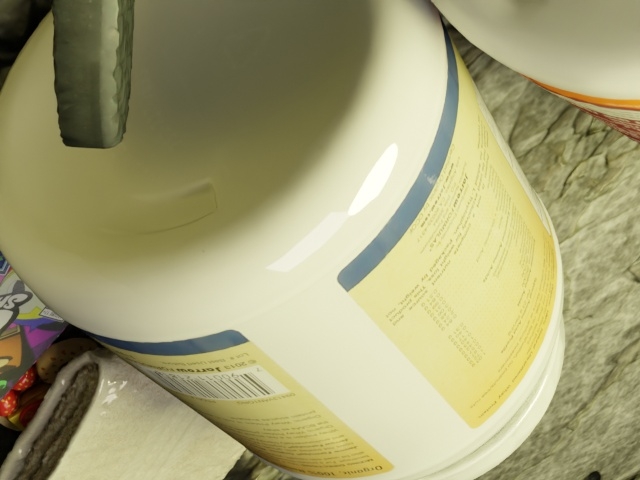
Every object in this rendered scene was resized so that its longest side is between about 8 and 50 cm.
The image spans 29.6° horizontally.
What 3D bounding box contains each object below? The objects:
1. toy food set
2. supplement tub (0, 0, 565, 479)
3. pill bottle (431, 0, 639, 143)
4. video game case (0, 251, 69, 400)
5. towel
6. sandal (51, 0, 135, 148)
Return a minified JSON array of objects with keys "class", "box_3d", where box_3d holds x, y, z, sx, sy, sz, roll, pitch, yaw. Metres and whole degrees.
[{"class":"toy food set","box_3d":[-0.172,0.097,0.788,0.083,0.020,0.082,-35,143,-4]},{"class":"supplement tub","box_3d":[0.000,0.000,0.653,0.228,0.228,0.316,-38,143,2]},{"class":"pill bottle","box_3d":[0.212,-0.151,0.623,0.224,0.224,0.392,-50,155,16]},{"class":"video game case","box_3d":[-0.260,0.047,0.647,0.210,0.042,0.232,-46,142,15]},{"class":"towel","box_3d":[-0.142,0.170,0.847,0.187,0.049,0.282,-1,133,-49]},{"class":"sandal","box_3d":[-0.124,-0.232,0.395,0.107,0.167,0.445,-4,128,-2]}]
